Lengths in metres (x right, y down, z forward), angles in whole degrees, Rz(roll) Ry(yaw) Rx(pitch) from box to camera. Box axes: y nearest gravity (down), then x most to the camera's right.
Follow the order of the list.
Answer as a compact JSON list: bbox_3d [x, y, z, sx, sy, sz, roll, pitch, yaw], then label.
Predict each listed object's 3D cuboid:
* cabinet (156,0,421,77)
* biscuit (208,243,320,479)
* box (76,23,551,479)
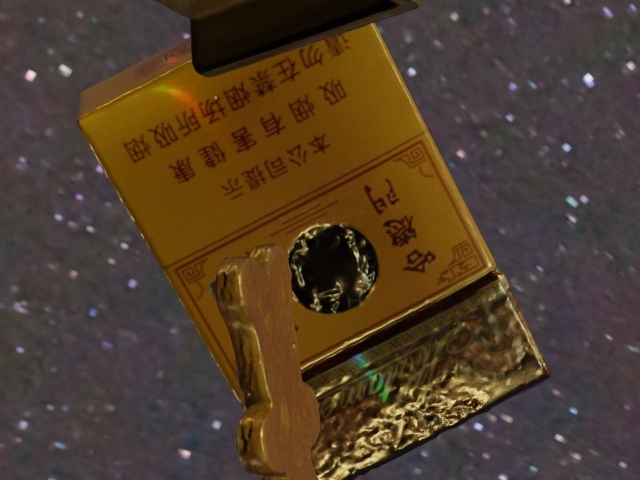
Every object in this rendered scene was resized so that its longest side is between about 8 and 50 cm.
[{"bbox_3d":[-0.064,-0.219,0.751,0.148,0.175,0.215,-14,-110,31],"label":"cabinet"},{"bbox_3d":[-0.030,0.107,0.959,0.031,0.138,0.205,-11,-86,14],"label":"biscuit"},{"bbox_3d":[0.000,0.000,1.348,0.264,0.415,0.116,-27,-161,1],"label":"box"}]
